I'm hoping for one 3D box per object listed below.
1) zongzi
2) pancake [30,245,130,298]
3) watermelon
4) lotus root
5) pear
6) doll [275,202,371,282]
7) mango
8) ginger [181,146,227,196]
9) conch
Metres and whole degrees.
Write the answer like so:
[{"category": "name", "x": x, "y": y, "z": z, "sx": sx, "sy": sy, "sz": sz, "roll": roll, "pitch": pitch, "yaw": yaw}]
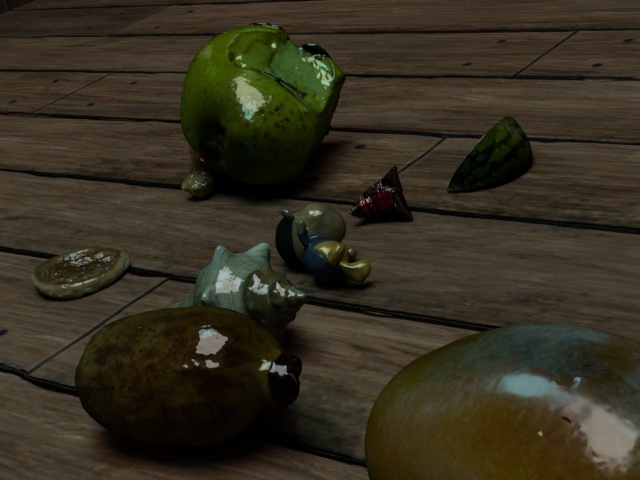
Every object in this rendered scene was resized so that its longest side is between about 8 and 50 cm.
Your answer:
[{"category": "zongzi", "x": 0.087, "y": -0.065, "z": 1.590, "sx": 0.083, "sy": 0.073, "sz": 0.067, "roll": 4, "pitch": 11, "yaw": 31}, {"category": "pancake", "x": -0.324, "y": 0.039, "z": 1.628, "sx": 0.140, "sy": 0.022, "sz": 0.139, "roll": -10, "pitch": 24, "yaw": 4}, {"category": "watermelon", "x": 0.251, "y": -0.112, "z": 1.650, "sx": 0.069, "sy": 0.087, "sz": 0.163, "roll": 40, "pitch": 49, "yaw": 15}, {"category": "lotus root", "x": -0.126, "y": 0.134, "z": 1.187, "sx": 0.260, "sy": 0.128, "sz": 0.145, "roll": -4, "pitch": 38, "yaw": 32}, {"category": "pear", "x": -0.108, "y": -0.205, "z": 1.792, "sx": 0.238, "sy": 0.164, "sz": 0.255, "roll": 26, "pitch": 33, "yaw": 3}, {"category": "doll", "x": 0.000, "y": 0.000, "z": 1.479, "sx": 0.179, "sy": 0.102, "sz": 0.088, "roll": 25, "pitch": 82, "yaw": 53}, {"category": "mango", "x": 0.162, "y": 0.162, "z": 0.906, "sx": 0.222, "sy": 0.198, "sz": 0.384, "roll": -30, "pitch": 16, "yaw": -20}, {"category": "ginger", "x": -0.160, "y": -0.120, "z": 1.855, "sx": 0.096, "sy": 0.067, "sz": 0.165, "roll": -8, "pitch": 38, "yaw": 7}, {"category": "conch", "x": -0.085, "y": 0.054, "z": 1.372, "sx": 0.137, "sy": 0.114, "sz": 0.234, "roll": -8, "pitch": 15, "yaw": -22}]
